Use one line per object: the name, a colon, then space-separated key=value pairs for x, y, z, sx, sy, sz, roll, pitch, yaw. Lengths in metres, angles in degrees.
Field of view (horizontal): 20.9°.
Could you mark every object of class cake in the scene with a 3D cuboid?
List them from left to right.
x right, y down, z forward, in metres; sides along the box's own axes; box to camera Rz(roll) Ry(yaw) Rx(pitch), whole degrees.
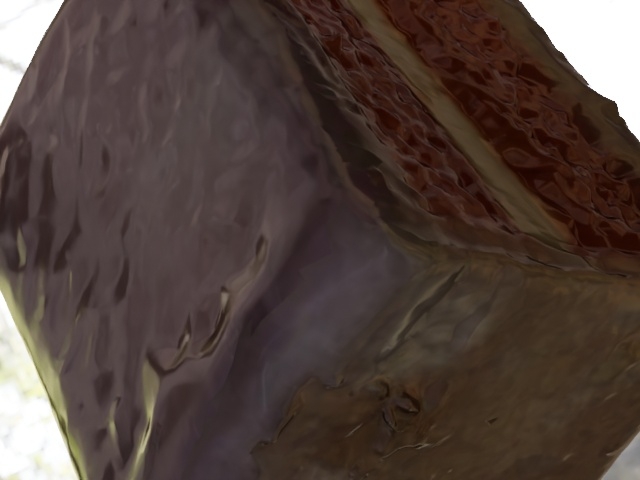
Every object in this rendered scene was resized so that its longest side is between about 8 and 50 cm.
cake: x=0.000 y=0.000 z=0.802 sx=0.230 sy=0.237 sz=0.309 roll=-54 pitch=-136 yaw=27
